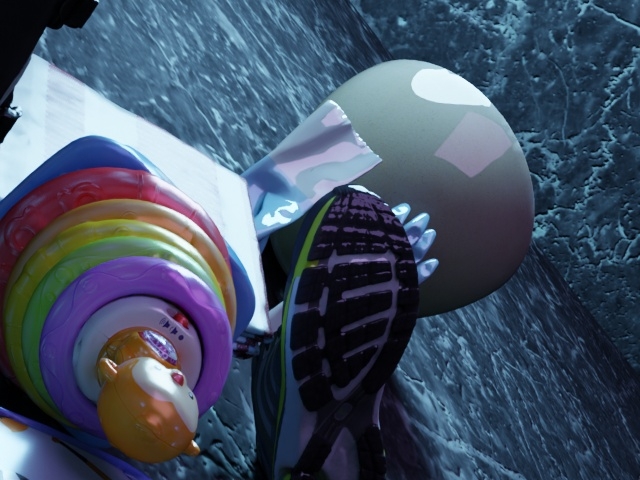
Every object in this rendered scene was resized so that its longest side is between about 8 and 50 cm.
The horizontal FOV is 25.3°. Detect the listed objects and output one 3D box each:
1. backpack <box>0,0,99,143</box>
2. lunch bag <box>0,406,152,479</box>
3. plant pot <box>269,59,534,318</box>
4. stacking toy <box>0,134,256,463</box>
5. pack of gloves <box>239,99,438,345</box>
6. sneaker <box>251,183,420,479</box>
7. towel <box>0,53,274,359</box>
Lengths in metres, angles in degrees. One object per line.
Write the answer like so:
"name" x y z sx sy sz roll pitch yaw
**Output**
"backpack" -0.281 -0.190 0.849 0.191 0.225 0.253 9 37 -48
"lunch bag" -0.132 0.203 0.608 0.243 0.115 0.303 33 20 -33
"plant pot" 0.055 -0.029 1.510 0.191 0.284 0.284 -29 83 -43
"stacking toy" -0.111 0.055 0.805 0.175 0.166 0.302 48 -2 -17
"pack of gloves" 0.000 0.000 1.334 0.195 0.232 0.046 49 -25 -1
"sneaker" -0.007 0.089 1.108 0.111 0.300 0.121 -4 29 -28
"towel" -0.183 -0.052 1.063 0.329 0.037 0.237 30 26 -26
